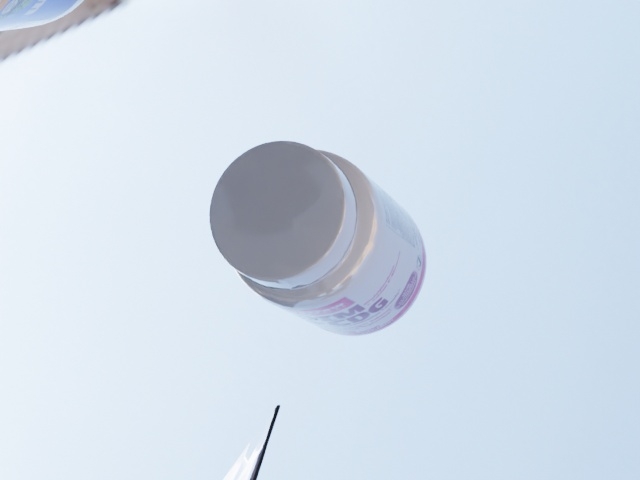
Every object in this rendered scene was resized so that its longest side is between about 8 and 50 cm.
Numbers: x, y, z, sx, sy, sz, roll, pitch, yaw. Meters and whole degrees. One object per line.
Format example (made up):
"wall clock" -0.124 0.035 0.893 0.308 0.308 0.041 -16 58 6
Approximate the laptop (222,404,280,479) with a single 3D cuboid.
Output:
"laptop" -0.262 0.374 1.555 0.408 0.236 0.382 1 -146 13

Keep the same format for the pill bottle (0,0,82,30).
"pill bottle" -0.260 -0.243 1.177 0.152 0.152 0.272 -22 -174 16

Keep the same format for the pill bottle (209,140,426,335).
"pill bottle" 0.000 0.000 1.489 0.160 0.283 0.160 -4 -103 17
